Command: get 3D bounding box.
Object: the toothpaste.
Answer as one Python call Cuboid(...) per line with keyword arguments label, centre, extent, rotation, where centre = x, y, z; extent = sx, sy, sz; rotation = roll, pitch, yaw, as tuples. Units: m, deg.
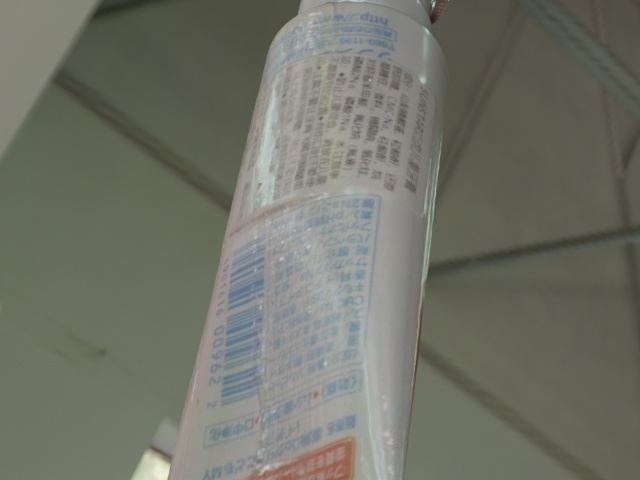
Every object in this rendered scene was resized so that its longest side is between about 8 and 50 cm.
Cuboid(label="toothpaste", centre=(0.000, 0.000, 0.470), extent=(0.089, 0.234, 0.057), rotation=(-25, -53, 35))
